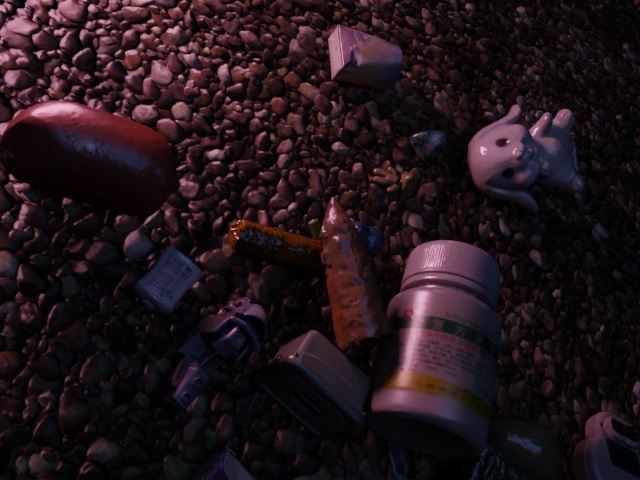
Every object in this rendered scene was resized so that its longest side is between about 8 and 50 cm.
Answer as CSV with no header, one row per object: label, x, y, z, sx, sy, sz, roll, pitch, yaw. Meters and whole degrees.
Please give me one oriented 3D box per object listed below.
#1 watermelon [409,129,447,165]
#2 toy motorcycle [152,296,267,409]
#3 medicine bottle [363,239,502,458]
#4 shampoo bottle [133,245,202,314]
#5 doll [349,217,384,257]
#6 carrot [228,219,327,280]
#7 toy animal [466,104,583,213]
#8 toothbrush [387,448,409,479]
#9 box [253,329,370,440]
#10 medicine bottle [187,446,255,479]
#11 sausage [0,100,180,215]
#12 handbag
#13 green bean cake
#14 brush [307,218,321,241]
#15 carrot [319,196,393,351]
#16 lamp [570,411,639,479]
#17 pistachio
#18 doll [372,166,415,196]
watermelon,0.241,-0.220,1.338,0.085,0.085,0.061,51,13,-5
toy motorcycle,-0.151,0.165,0.872,0.080,0.122,0.215,55,51,-21
medicine bottle,0.210,0.184,1.043,0.208,0.208,0.340,31,58,-19
shampoo bottle,-0.238,0.066,0.906,0.072,0.043,0.099,41,55,-11
doll,0.084,0.000,1.139,0.083,0.050,0.076,30,62,-21
carrot,-0.036,0.020,1.037,0.260,0.070,0.070,17,62,-26
toy animal,0.479,-0.208,1.405,0.289,0.174,0.249,18,74,-27
toothbrush,0.170,0.507,1.001,0.030,0.030,0.304,-9,79,-35
box,-0.005,0.228,0.948,0.172,0.124,0.093,45,44,-11
medicine bottle,-0.133,0.425,0.823,0.201,0.052,0.171,52,52,-6
sausage,-0.327,-0.122,0.866,0.254,0.148,0.148,22,60,-23
handbag,0.106,-0.398,1.288,0.173,0.095,0.117,4,72,-28
green bean cake,0.294,0.477,1.044,0.183,0.094,0.185,44,65,-12
brush,0.000,0.000,1.101,0.018,0.021,0.083,-39,111,-40
carrot,0.047,0.052,0.988,0.101,0.102,0.263,-6,77,-34
lamp,0.601,0.482,1.236,0.179,0.108,0.246,32,49,-14
pistachio,0.391,0.404,1.140,0.185,0.126,0.108,37,15,-14
doll,0.156,-0.123,1.249,0.093,0.051,0.062,4,66,0
